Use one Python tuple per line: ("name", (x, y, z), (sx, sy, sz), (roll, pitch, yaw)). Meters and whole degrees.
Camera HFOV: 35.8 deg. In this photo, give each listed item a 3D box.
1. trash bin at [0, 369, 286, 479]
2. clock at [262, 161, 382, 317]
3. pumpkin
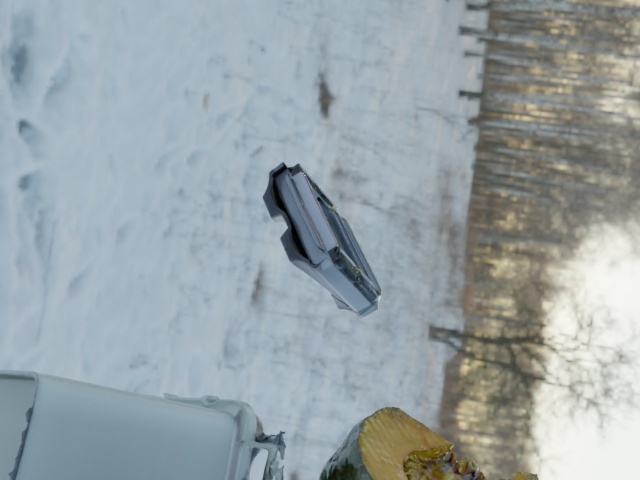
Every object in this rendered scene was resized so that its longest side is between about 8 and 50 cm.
("trash bin", (-0.257, 0.284, 1.211), (0.367, 0.296, 0.256), (30, 66, -46))
("clock", (0.000, 0.000, 1.661), (0.186, 0.083, 0.253), (47, 13, -46))
("pumpkin", (0.130, 0.298, 1.166), (0.190, 0.280, 0.139), (51, -54, 40))
